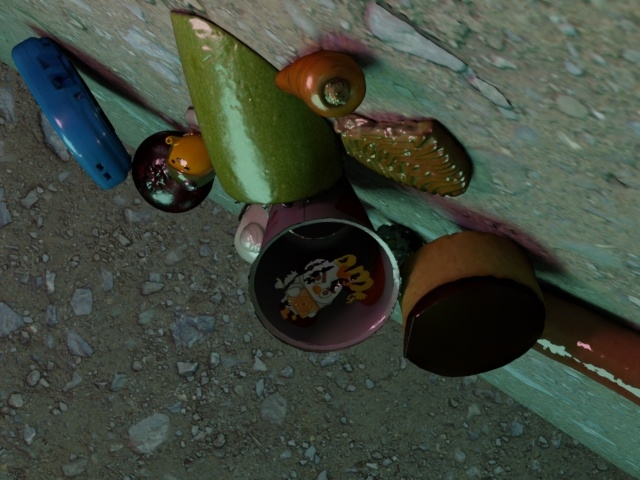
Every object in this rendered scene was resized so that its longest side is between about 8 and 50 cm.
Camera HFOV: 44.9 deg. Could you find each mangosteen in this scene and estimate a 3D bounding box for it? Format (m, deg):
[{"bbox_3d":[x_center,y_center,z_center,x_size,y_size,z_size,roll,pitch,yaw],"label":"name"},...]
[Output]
[{"bbox_3d":[-0.341,-0.163,1.825,0.209,0.210,0.210,32,174,4],"label":"mangosteen"}]

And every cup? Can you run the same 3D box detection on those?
[{"bbox_3d":[0.000,0.000,1.112,0.203,0.203,0.288,35,-161,-19],"label":"cup"}]

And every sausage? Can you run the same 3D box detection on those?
[{"bbox_3d":[0.427,0.170,1.015,0.094,0.094,0.418,-5,-156,-46],"label":"sausage"}]

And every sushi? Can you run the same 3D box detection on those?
[{"bbox_3d":[0.130,0.029,1.346,0.094,0.098,0.084,25,172,37],"label":"sushi"}]

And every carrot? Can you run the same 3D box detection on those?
[{"bbox_3d":[-0.009,-0.164,0.790,0.061,0.061,0.257,35,-176,-20],"label":"carrot"}]

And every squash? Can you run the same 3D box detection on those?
[{"bbox_3d":[-0.073,-0.190,1.013,0.189,0.189,0.261,26,135,48],"label":"squash"}]

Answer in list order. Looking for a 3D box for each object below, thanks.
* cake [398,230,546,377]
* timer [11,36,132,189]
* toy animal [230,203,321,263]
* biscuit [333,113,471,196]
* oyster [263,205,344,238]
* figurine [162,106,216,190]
[{"bbox_3d":[0.188,0.059,1.034,0.207,0.185,0.178,19,-142,-30],"label":"cake"},{"bbox_3d":[-0.561,-0.291,1.774,0.340,0.115,0.309,54,173,23],"label":"timer"},{"bbox_3d":[-0.032,0.017,1.668,0.310,0.183,0.247,31,174,12],"label":"toy animal"},{"bbox_3d":[0.086,-0.101,0.864,0.176,0.031,0.228,30,174,6],"label":"biscuit"},{"bbox_3d":[-0.017,-0.049,1.430,0.198,0.112,0.267,33,171,-9],"label":"oyster"},{"bbox_3d":[-0.219,-0.150,1.507,0.166,0.141,0.250,30,173,13],"label":"figurine"}]
